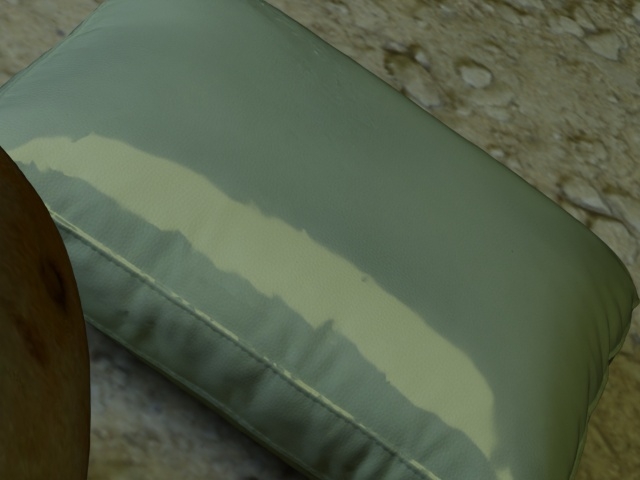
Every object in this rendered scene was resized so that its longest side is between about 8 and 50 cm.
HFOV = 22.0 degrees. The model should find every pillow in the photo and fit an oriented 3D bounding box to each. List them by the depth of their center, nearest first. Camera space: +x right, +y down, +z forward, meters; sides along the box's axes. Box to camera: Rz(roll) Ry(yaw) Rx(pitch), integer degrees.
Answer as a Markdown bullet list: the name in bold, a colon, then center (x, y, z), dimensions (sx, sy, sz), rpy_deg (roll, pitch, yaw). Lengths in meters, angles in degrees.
- **pillow**: center (0.000, 0.000, 0.807), dimensions (0.322, 0.120, 0.255), rpy_deg (36, 36, -1)

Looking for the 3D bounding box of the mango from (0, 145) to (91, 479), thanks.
- **mango**: center (-0.187, 0.096, 0.486), dimensions (0.221, 0.199, 0.384), rpy_deg (24, 39, -18)
